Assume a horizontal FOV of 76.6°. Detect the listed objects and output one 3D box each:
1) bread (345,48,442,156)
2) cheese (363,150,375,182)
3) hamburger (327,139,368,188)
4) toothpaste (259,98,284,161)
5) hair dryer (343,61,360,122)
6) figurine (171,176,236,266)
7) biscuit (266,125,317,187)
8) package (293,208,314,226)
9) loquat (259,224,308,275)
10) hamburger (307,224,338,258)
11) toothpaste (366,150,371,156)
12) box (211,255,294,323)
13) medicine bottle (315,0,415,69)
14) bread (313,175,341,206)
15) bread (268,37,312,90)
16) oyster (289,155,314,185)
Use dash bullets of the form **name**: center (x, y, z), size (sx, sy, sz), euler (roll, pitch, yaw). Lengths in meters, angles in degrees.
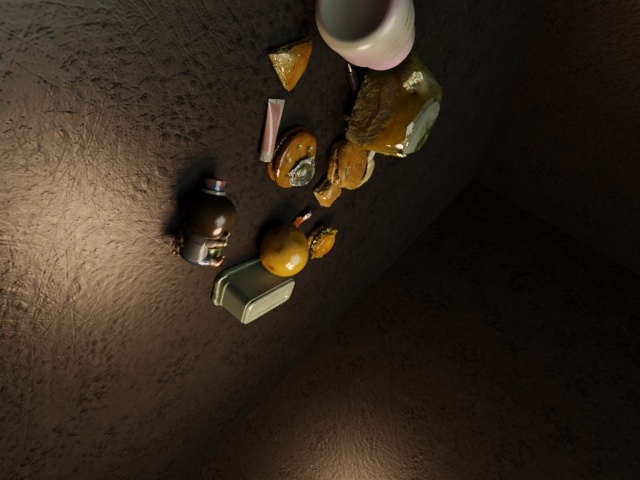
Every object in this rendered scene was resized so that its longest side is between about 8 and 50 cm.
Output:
- **bread**: center (0.291, -0.485, 1.441), size (0.239, 0.264, 0.395), euler (1, 121, -44)
- **cheese**: center (0.212, -0.350, 1.849), size (0.127, 0.054, 0.251), euler (-39, 165, -32)
- **hamburger**: center (0.113, -0.312, 1.666), size (0.214, 0.108, 0.213), euler (-25, 121, -50)
- **toothpaste**: center (-0.155, -0.342, 1.262), size (0.067, 0.043, 0.194), euler (-19, 135, -48)
- **hair dryer**: center (0.119, -0.537, 1.470), size (0.128, 0.070, 0.255), euler (-49, 149, -5)
- **figurine**: center (-0.334, -0.055, 1.216), size (0.275, 0.161, 0.158), euler (-62, 178, 26)
- **biscuit**: center (-0.093, -0.289, 1.411), size (0.220, 0.066, 0.220), euler (-42, 155, -24)
- **package**: center (-0.073, -0.101, 1.767), size (0.111, 0.033, 0.077), euler (-37, 180, 0)
- **loquat**: center (-0.142, 0.043, 1.623), size (0.208, 0.208, 0.208), euler (-41, 154, -24)
- **hamburger**: center (-0.003, 0.003, 1.966), size (0.164, 0.093, 0.189), euler (-14, 135, -52)
- **toothpaste**: center (0.230, -0.411, 1.878), size (0.204, 0.031, 0.049), euler (-33, 149, -34)
- **box**: center (-0.261, 0.198, 1.658), size (0.312, 0.182, 0.175), euler (-25, 145, -46)
- **medicine bottle**: center (0.144, -0.620, 1.150), size (0.241, 0.241, 0.302), euler (-61, 164, 19)
- **bread**: center (0.035, -0.211, 1.739), size (0.125, 0.082, 0.106), euler (-47, 161, -6)
- **bread**: center (-0.085, -0.490, 1.159), size (0.154, 0.054, 0.136), euler (-32, 153, -33)
- **oyster**: center (-0.069, -0.242, 1.415), size (0.100, 0.037, 0.098), euler (-14, 120, -29)
